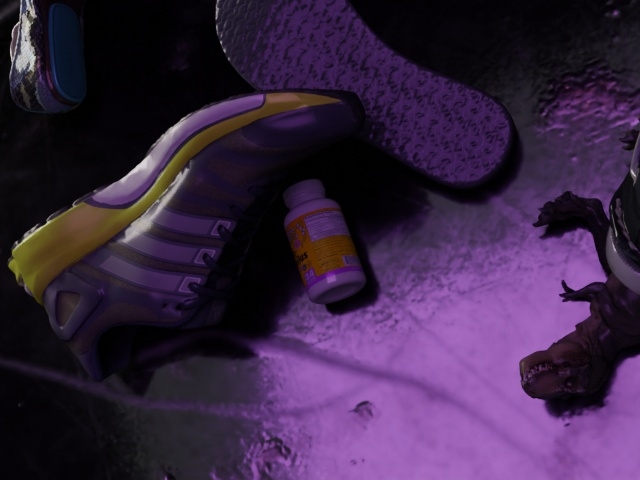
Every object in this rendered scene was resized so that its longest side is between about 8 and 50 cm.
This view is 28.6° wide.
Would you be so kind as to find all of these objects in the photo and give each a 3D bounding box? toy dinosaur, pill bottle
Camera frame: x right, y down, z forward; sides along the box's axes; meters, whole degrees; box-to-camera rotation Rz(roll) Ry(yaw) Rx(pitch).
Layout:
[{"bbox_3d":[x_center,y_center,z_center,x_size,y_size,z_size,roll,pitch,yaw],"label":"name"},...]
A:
[{"bbox_3d":[0.217,-0.007,0.822,0.268,0.064,0.118,-39,71,-1],"label":"toy dinosaur"},{"bbox_3d":[0.000,0.000,0.892,0.043,0.043,0.083,-23,70,10],"label":"pill bottle"}]

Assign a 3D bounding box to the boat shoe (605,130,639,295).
[{"bbox_3d":[0.276,-0.093,0.762,0.114,0.091,0.302,25,63,18],"label":"boat shoe"}]

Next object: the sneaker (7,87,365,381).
[{"bbox_3d":[-0.082,-0.007,0.880,0.300,0.111,0.121,-33,80,27],"label":"sneaker"}]

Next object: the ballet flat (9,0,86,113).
[{"bbox_3d":[-0.222,-0.189,1.003,0.070,0.070,0.188,-5,71,16],"label":"ballet flat"}]

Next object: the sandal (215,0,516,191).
[{"bbox_3d":[0.026,-0.117,0.917,0.254,0.054,0.097,38,96,13],"label":"sandal"}]
